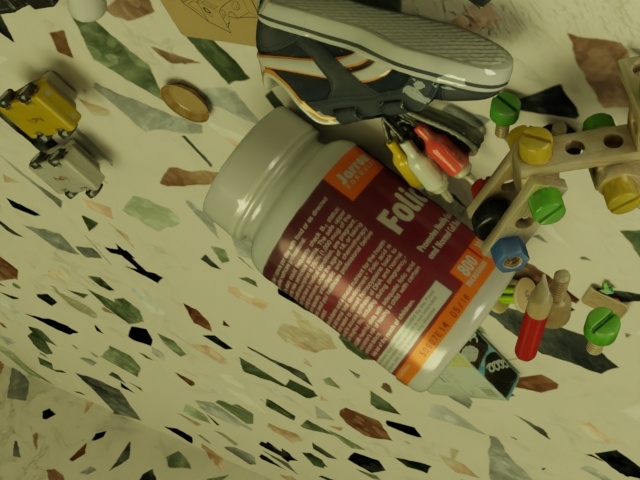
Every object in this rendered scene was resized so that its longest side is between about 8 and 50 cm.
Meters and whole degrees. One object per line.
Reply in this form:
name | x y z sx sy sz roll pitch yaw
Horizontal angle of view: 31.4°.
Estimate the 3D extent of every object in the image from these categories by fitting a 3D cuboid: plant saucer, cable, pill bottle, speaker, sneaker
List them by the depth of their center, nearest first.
sneaker | 0.066 -0.190 1.280 0.321 0.126 0.127 23 121 31
cable | 0.089 -0.151 1.413 0.287 0.072 0.139 36 154 -25
speaker | -0.315 -0.349 1.501 0.055 0.055 0.136 25 155 9
pill bottle | 0.049 0.005 1.555 0.392 0.224 0.224 37 156 6
plant saucer | -0.199 -0.208 1.693 0.083 0.015 0.083 23 155 11

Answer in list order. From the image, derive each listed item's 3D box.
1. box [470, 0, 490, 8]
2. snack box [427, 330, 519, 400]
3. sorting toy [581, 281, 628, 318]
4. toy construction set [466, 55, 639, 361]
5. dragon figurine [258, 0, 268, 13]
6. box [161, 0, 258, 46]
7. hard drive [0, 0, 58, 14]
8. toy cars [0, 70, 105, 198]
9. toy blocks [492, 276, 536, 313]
box | 0.146 -0.327 1.050 0.175 0.051 0.220 35 154 -12
snack box | 0.175 0.161 1.944 0.187 0.060 0.322 -3 140 49
sorting toy | 0.406 0.083 1.606 0.062 0.012 0.083 30 159 10
toy construction set | 0.275 -0.054 1.171 0.257 0.309 0.237 15 148 11
dragon figurine | -0.140 -0.381 1.210 0.144 0.085 0.289 11 145 39
box | -0.124 -0.305 1.420 0.201 0.021 0.164 13 151 30
hard drive | -0.514 -0.445 1.520 0.237 0.064 0.339 4 146 43
toy cars | -0.440 -0.180 1.930 0.176 0.087 0.394 29 159 12
toy blocks | 0.232 0.061 1.699 0.148 0.054 0.123 -1 141 48
